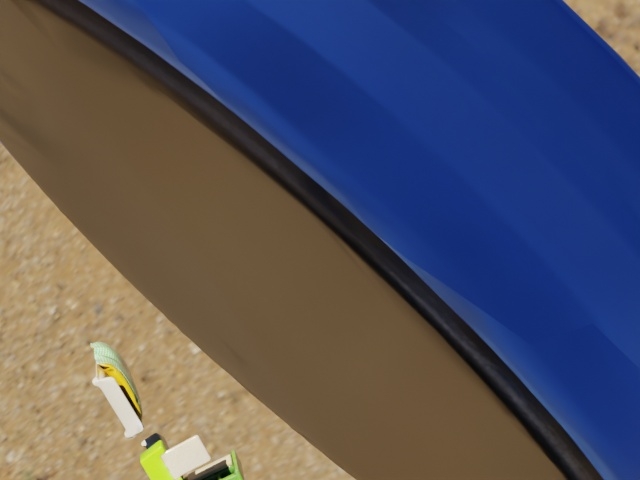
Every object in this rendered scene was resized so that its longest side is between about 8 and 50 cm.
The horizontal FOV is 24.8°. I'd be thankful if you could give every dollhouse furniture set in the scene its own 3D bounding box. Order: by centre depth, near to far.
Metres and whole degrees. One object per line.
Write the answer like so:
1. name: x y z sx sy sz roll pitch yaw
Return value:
1. dollhouse furniture set: -0.118 0.138 1.127 0.058 0.076 0.152 -27 110 1

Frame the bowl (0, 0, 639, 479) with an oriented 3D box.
1. bowl: 0.000 0.000 0.529 0.391 0.391 0.077 43 76 -7
